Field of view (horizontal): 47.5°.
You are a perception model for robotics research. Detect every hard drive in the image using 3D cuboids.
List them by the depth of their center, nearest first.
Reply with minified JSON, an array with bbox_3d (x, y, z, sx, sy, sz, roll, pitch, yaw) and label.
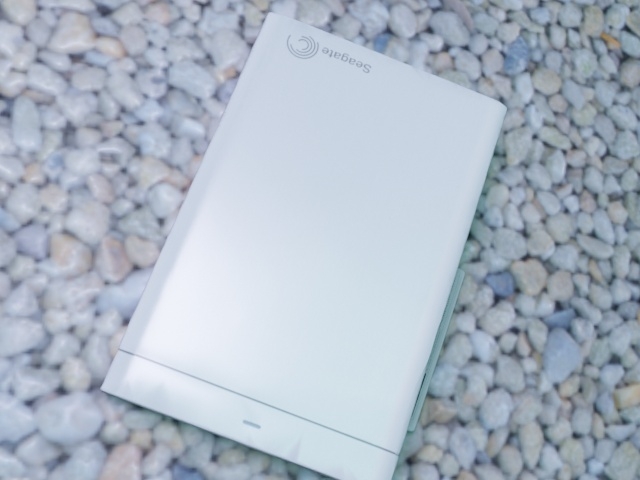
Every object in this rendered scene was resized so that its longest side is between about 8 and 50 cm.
[{"bbox_3d":[0.000,0.000,0.612,0.233,0.047,0.353,21,72,-2],"label":"hard drive"}]

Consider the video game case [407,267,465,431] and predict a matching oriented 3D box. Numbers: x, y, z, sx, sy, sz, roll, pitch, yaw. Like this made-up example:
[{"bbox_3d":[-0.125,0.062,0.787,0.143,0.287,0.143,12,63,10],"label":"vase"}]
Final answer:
[{"bbox_3d":[0.044,0.070,0.647,0.143,0.019,0.157,25,73,-12],"label":"video game case"}]
